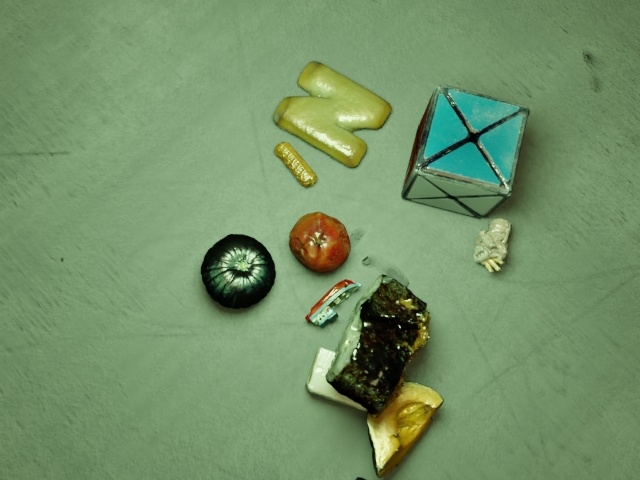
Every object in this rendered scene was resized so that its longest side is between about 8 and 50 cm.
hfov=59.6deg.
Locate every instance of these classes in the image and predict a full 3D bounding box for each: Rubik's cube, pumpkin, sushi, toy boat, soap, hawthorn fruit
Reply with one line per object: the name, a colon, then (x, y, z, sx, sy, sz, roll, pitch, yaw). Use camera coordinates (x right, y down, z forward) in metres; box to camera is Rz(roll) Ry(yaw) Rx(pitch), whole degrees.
Rubik's cube: (0.379, -0.230, 1.491, 0.260, 0.255, 0.259, 13, 79, 1)
pumpkin: (0.181, 0.469, 1.427, 0.149, 0.130, 0.254, 38, 66, 23)
sushi: (0.156, 0.242, 1.366, 0.208, 0.234, 0.348, 32, 50, 0)
toy boat: (0.038, 0.168, 1.497, 0.173, 0.069, 0.059, -43, 68, -8)
soap: (0.062, 0.364, 1.462, 0.183, 0.064, 0.121, 19, 78, 2)
hawthorn fruit: (-0.002, -0.001, 1.480, 0.174, 0.179, 0.173, -8, 57, 13)
pumpkin: (-0.216, 0.082, 1.474, 0.202, 0.140, 0.201, 6, 69, -15)

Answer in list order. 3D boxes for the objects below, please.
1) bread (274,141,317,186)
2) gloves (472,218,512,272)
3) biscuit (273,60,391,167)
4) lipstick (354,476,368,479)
bread: (-0.070, -0.217, 1.585, 0.052, 0.044, 0.157, -40, 82, -3)
gloves: (0.470, 0.009, 1.527, 0.094, 0.110, 0.144, 26, 50, 11)
biscuit: (0.035, -0.367, 1.610, 0.291, 0.062, 0.236, 33, 79, 4)
lipstick: (0.211, 0.686, 1.392, 0.300, 0.081, 0.081, 23, 79, 5)
